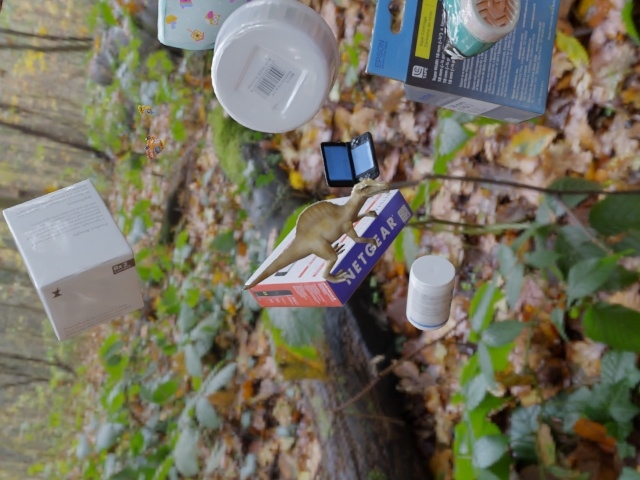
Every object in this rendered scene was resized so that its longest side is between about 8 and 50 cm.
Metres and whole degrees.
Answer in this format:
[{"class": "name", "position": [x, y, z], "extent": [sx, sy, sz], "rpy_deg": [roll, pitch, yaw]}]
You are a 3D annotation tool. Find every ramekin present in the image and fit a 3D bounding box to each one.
[{"class": "ramekin", "position": [-0.100, -0.364, 1.729], "extent": [0.135, 0.277, 0.277], "rpy_deg": [-82, 10, -59]}]

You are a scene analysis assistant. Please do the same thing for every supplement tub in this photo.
[{"class": "supplement tub", "position": [0.173, 0.084, 1.275], "extent": [0.071, 0.071, 0.107], "rpy_deg": [-98, 5, -46]}]

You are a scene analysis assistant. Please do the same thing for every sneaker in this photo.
[{"class": "sneaker", "position": [0.221, -0.395, 1.156], "extent": [0.121, 0.108, 0.302], "rpy_deg": [-31, 42, 60]}]

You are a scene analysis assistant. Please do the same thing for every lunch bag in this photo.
[{"class": "lunch bag", "position": [-0.252, -0.567, 1.859], "extent": [0.160, 0.262, 0.223], "rpy_deg": [55, 147, 30]}]

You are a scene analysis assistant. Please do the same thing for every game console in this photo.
[{"class": "game console", "position": [0.068, -0.189, 1.887], "extent": [0.107, 0.071, 0.122], "rpy_deg": [-26, 63, 34]}]

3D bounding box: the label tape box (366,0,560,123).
[{"class": "label tape box", "position": [0.236, -0.358, 1.411], "extent": [0.106, 0.334, 0.240], "rpy_deg": [178, 101, -75]}]

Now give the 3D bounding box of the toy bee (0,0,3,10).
[{"class": "toy bee", "position": [-0.629, -0.545, 1.591], "extent": [0.298, 0.195, 0.162], "rpy_deg": [-61, -6, -4]}]

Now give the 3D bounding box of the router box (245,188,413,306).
[{"class": "router box", "position": [0.021, 0.022, 1.984], "extent": [0.301, 0.082, 0.335], "rpy_deg": [-5, 36, 49]}]

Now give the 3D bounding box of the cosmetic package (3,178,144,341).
[{"class": "cosmetic package", "position": [-0.398, 0.031, 1.320], "extent": [0.183, 0.151, 0.151], "rpy_deg": [54, 156, 32]}]

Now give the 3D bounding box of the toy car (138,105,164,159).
[{"class": "toy car", "position": [-0.394, -0.252, 1.895], "extent": [0.060, 0.041, 0.122], "rpy_deg": [-91, -5, -55]}]

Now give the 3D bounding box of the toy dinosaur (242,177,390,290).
[{"class": "toy dinosaur", "position": [0.000, 0.000, 0.857], "extent": [0.183, 0.092, 0.053], "rpy_deg": [-39, 42, 2]}]
